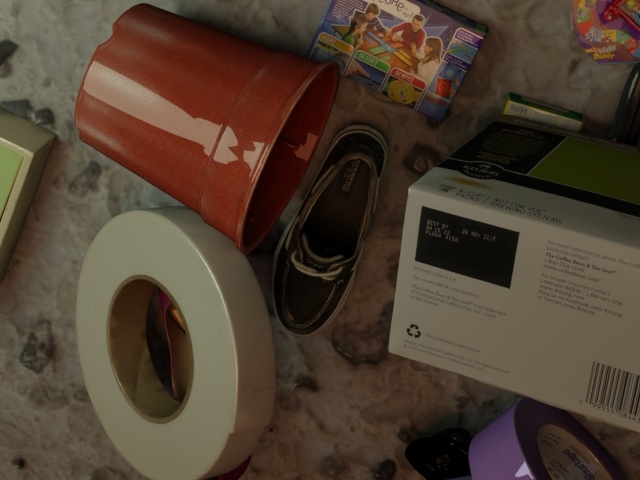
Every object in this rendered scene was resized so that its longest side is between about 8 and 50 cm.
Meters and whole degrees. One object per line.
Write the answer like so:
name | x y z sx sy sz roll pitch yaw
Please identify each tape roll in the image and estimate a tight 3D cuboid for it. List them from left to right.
tape roll | -0.210 0.146 1.676 0.392 0.072 0.391 10 104 47
tape roll | 0.331 0.352 1.669 0.275 0.275 0.090 43 114 -8

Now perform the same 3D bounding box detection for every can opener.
can opener | 0.397 -0.141 1.563 0.073 0.059 0.186 23 109 30

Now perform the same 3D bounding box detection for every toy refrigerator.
toy refrigerator | -0.486 -0.049 1.758 0.102 0.094 0.269 27 116 -1

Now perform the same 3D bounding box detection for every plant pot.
plant pot | -0.154 -0.162 1.564 0.265 0.272 0.272 26 116 8

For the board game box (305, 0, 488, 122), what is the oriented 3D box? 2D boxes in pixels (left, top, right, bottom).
board game box | 0.099 -0.258 1.579 0.201 0.035 0.136 27 116 -1

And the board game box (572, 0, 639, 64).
board game box | 0.400 -0.282 1.509 0.169 0.033 0.133 0 113 12

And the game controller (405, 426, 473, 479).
game controller | 0.268 0.396 1.789 0.319 0.067 0.166 43 143 -8

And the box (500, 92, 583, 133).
box | 0.272 -0.096 1.613 0.105 0.043 0.179 18 114 3

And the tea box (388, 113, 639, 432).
tea box | 0.298 0.024 1.421 0.329 0.323 0.219 17 118 23

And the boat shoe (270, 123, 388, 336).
boat shoe | 0.000 0.000 1.666 0.121 0.119 0.335 18 116 3

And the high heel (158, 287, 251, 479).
high heel | -0.169 0.177 1.744 0.127 0.181 0.377 -12 111 16

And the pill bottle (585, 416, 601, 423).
pill bottle | 0.500 0.158 1.608 0.302 0.169 0.169 -3 113 14
